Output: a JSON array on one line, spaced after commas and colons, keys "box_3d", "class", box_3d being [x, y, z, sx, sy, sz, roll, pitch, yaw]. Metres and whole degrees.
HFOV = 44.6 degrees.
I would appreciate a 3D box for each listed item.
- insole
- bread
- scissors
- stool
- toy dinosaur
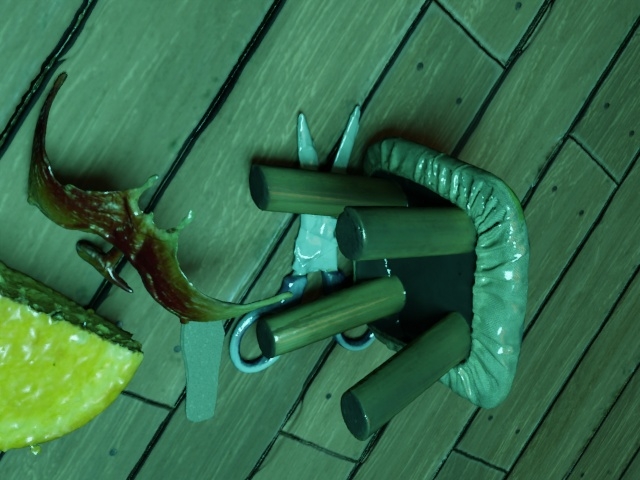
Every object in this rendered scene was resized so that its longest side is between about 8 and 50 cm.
[{"box_3d": [-0.163, 0.166, 1.081, 0.063, 0.010, 0.192, -7, 114, -29], "class": "insole"}, {"box_3d": [-0.361, 0.117, 0.818, 0.340, 0.194, 0.179, 36, 80, -40], "class": "bread"}, {"box_3d": [0.000, 0.000, 1.104, 0.256, 0.029, 0.384, -5, 111, -31], "class": "scissors"}, {"box_3d": [0.071, 0.051, 0.967, 0.226, 0.310, 0.310, -13, 113, -27], "class": "stool"}, {"box_3d": [-0.184, -0.018, 0.876, 0.113, 0.327, 0.207, -57, 169, -40], "class": "toy dinosaur"}]
